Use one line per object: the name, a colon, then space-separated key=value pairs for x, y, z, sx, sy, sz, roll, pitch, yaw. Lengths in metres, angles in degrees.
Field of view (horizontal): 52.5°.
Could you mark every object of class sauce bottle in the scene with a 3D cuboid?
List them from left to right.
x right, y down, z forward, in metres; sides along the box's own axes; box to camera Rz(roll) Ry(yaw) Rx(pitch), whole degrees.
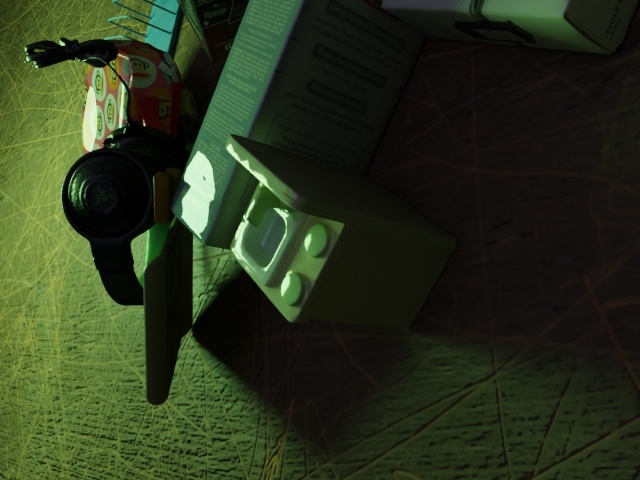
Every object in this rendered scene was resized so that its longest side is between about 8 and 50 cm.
sauce bottle: x=-0.236 y=-0.214 z=1.152 sx=0.042 sy=0.042 sz=0.128 roll=-35 pitch=58 yaw=37

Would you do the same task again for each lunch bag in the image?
lunch bag: x=-0.334 y=-0.198 z=1.156 sx=0.258 sy=0.120 sz=0.293 roll=38 pitch=125 yaw=47

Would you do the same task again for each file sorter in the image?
file sorter: x=-0.357 y=-0.422 z=1.288 sx=0.118 sy=0.104 sz=0.170 roll=15 pitch=91 yaw=48

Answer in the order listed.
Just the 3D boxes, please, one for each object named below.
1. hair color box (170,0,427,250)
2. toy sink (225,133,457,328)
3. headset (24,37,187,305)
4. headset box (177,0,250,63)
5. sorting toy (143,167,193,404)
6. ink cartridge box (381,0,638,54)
hair color box: x=-0.020 y=-0.166 z=0.792 sx=0.113 sy=0.185 sz=0.374 roll=38 pitch=109 yaw=46
toy sink: x=0.000 y=0.000 z=0.694 sx=0.153 sy=0.234 sz=0.131 roll=42 pitch=111 yaw=44
headset: x=-0.305 y=-0.091 z=0.949 sx=0.243 sy=0.185 sz=0.394 roll=-84 pitch=-7 yaw=-64
headset box: x=-0.179 y=-0.431 z=0.971 sx=0.110 sy=0.293 sz=0.218 roll=-26 pitch=65 yaw=-8
sorting toy: x=-0.219 y=0.043 z=0.917 sx=0.229 sy=0.041 sz=0.307 roll=-94 pitch=7 yaw=-72
ink cartridge box: x=0.197 y=-0.292 z=0.648 sx=0.237 sy=0.100 sz=0.172 roll=27 pitch=101 yaw=48
